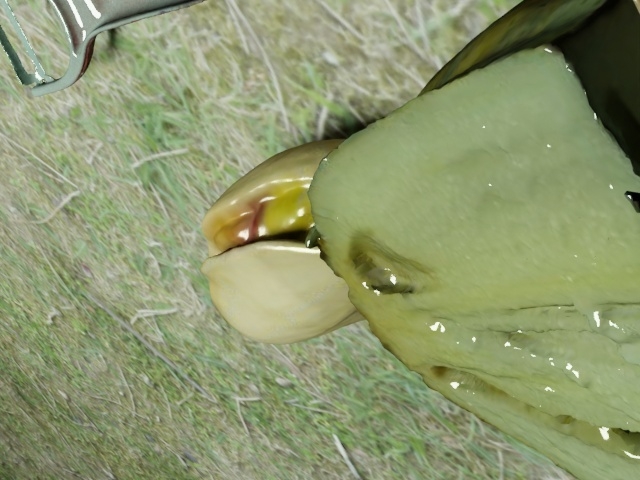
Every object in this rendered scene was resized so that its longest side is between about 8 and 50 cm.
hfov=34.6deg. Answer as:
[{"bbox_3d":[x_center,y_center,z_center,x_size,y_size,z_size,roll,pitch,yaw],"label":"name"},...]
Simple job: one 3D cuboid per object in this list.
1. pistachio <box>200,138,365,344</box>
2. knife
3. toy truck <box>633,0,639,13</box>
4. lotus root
[{"bbox_3d":[0.000,0.000,0.673,0.145,0.117,0.200,12,154,-29],"label":"pistachio"},{"bbox_3d":[-0.138,-0.168,0.663,0.278,0.053,0.123,0,126,48],"label":"knife"},{"bbox_3d":[0.176,-0.096,0.274,0.338,0.184,0.133,51,152,-21],"label":"toy truck"},{"bbox_3d":[0.137,0.012,0.480,0.267,0.149,0.260,51,157,-12],"label":"lotus root"}]
